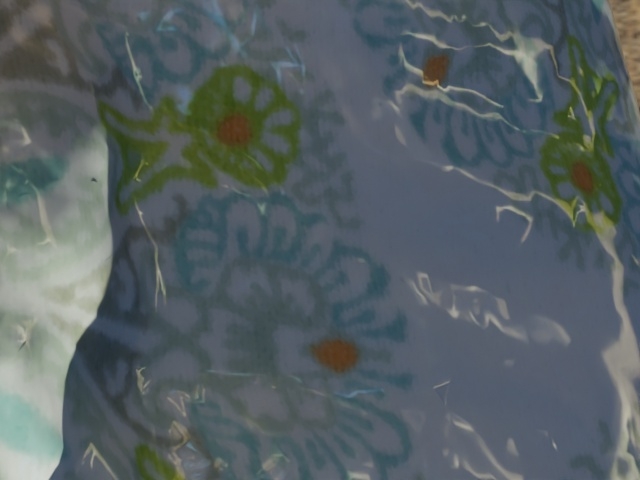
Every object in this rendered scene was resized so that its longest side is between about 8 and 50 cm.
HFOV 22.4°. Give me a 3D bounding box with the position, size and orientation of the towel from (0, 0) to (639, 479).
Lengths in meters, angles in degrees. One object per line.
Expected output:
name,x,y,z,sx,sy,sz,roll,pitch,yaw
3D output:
towel,0.000,0.000,0.545,0.374,0.090,0.320,13,61,-40
